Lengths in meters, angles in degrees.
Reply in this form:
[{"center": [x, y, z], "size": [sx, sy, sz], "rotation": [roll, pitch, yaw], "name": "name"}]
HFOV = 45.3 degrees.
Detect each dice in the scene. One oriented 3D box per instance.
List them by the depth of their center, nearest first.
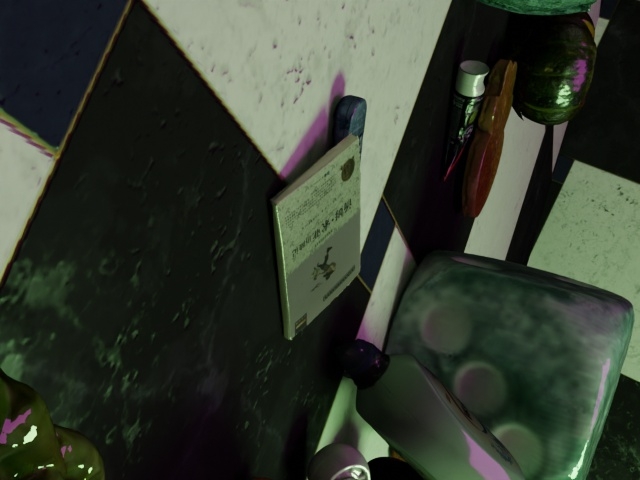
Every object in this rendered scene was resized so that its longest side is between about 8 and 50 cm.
[{"center": [0.292, 0.207, 1.241], "size": [0.330, 0.348, 0.328], "rotation": [2, 103, -63], "name": "dice"}]

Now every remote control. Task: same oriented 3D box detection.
[{"center": [0.025, -0.074, 0.776], "size": [0.043, 0.027, 0.153], "rotation": [-53, 152, -53], "name": "remote control"}]

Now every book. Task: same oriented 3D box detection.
[{"center": [0.000, 0.000, 0.748], "size": [0.127, 0.014, 0.182], "rotation": [-43, 145, -36], "name": "book"}]

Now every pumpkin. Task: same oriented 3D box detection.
[{"center": [0.432, -0.333, 1.450], "size": [0.238, 0.159, 0.238], "rotation": [14, 90, -78], "name": "pumpkin"}]

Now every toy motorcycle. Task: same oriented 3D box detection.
[{"center": [0.020, 0.357, 0.933], "size": [0.112, 0.112, 0.255], "rotation": [-32, 135, -61], "name": "toy motorcycle"}]

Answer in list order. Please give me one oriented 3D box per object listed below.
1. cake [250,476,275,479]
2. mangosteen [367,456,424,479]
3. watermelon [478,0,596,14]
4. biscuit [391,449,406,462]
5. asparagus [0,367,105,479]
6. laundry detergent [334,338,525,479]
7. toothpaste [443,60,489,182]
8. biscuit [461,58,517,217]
[{"center": [-0.012, 0.429, 0.693], "size": [0.320, 0.269, 0.270], "rotation": [-55, 152, -40], "name": "cake"}, {"center": [0.098, 0.411, 1.102], "size": [0.250, 0.211, 0.212], "rotation": [-164, -91, -83], "name": "mangosteen"}, {"center": [0.292, -0.470, 0.957], "size": [0.387, 0.228, 0.258], "rotation": [77, 25, -61], "name": "watermelon"}, {"center": [0.178, 0.356, 1.481], "size": [0.206, 0.025, 0.126], "rotation": [-53, 150, -42], "name": "biscuit"}, {"center": [-0.154, 0.119, 0.388], "size": [0.080, 0.080, 0.287], "rotation": [-59, 152, -35], "name": "asparagus"}, {"center": [0.120, 0.219, 0.980], "size": [0.105, 0.280, 0.215], "rotation": [-46, -167, 1], "name": "laundry detergent"}, {"center": [0.219, -0.183, 1.180], "size": [0.071, 0.045, 0.194], "rotation": [-53, 157, -44], "name": "toothpaste"}, {"center": [0.300, -0.183, 1.383], "size": [0.202, 0.044, 0.289], "rotation": [-34, 134, -61], "name": "biscuit"}]
